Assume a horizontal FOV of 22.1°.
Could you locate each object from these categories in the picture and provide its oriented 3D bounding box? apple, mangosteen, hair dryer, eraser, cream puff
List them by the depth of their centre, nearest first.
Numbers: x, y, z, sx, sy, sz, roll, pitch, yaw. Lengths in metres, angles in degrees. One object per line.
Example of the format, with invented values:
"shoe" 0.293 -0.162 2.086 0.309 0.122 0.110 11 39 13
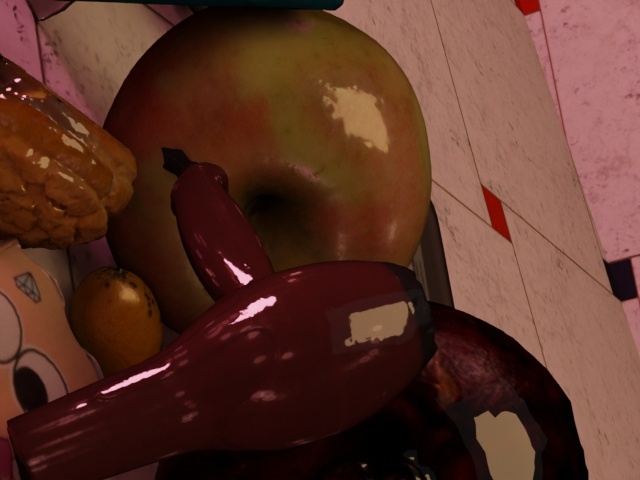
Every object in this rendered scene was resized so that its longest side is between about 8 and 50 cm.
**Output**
"eraser" -0.257 0.117 1.146 0.171 0.087 0.290 63 21 -6
"hair dryer" -0.107 0.036 1.229 0.340 0.312 0.123 -124 -156 -47
"cream puff" -0.242 -0.063 1.298 0.189 0.129 0.189 34 -2 1
"mangosteen" 0.064 0.230 1.378 0.421 0.381 0.381 3 65 -62
"apple" -0.055 -0.066 1.514 0.319 0.319 0.277 58 4 -22

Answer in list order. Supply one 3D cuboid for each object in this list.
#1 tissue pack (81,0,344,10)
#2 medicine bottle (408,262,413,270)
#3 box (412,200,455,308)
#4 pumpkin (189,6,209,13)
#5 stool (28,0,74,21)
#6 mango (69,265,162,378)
"tissue pack" -0.132 -0.273 1.392 0.192 0.271 0.134 -149 -120 -60
"medicine bottle" 0.000 0.000 1.718 0.124 0.179 0.324 74 6 -51
"box" 0.063 0.018 2.001 0.373 0.090 0.367 41 32 -49
"pumpkin" -0.150 -0.357 1.871 0.148 0.169 0.312 27 17 -11
"stool" -0.229 -0.390 1.615 0.270 0.170 0.243 63 22 -11
"mango" -0.174 0.076 1.409 0.079 0.057 0.114 -27 115 -26
